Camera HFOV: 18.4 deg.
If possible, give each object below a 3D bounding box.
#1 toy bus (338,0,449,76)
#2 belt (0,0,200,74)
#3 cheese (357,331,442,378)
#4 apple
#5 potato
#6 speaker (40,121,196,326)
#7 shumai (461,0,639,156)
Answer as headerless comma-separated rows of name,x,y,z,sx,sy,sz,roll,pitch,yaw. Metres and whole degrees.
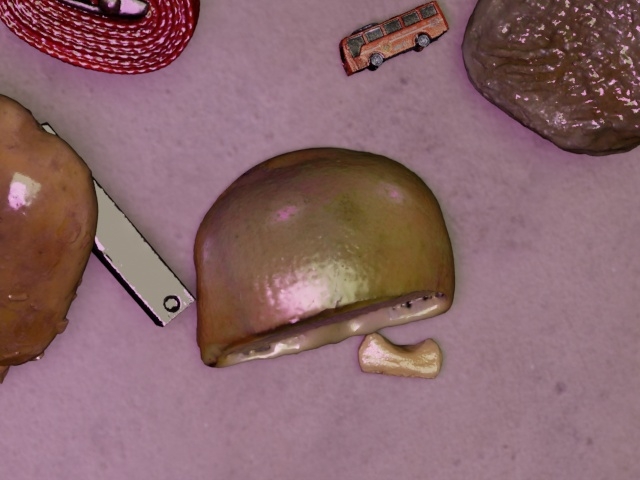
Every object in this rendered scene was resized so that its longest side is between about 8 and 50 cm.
toy bus,0.070,-0.198,1.934,0.110,0.031,0.043,-23,90,-10
belt,-0.210,-0.234,1.846,0.201,0.124,0.128,20,105,-3
cheese,0.078,0.111,1.928,0.083,0.030,0.044,5,94,-3
apple,0.000,0.000,1.879,0.265,0.120,0.193,-12,79,-12
potato,-0.305,0.011,1.779,0.191,0.141,0.296,26,120,9
speaker,-0.205,-0.014,1.860,0.044,0.082,0.218,-41,94,-8
shumai,0.286,-0.199,1.921,0.260,0.222,0.225,-32,81,28
